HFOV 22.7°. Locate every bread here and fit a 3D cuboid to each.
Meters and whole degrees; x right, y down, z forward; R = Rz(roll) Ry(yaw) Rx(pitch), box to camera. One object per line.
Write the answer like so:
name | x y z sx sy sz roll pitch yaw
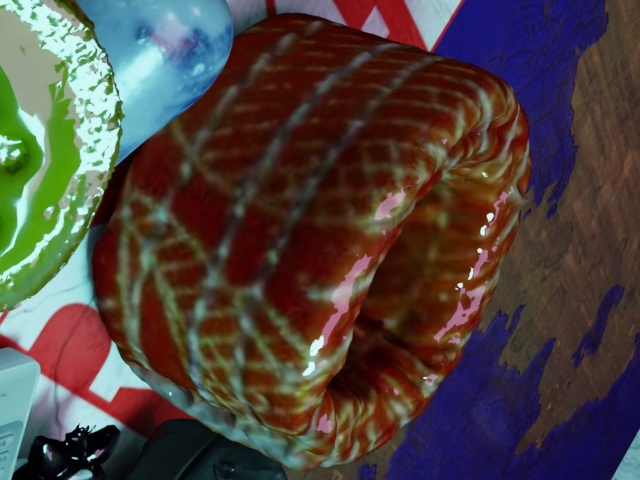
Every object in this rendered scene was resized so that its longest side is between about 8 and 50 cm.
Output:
bread | -0.221 -0.060 0.870 0.236 0.070 0.236 -14 122 -23

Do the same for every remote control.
remote control | -0.275 0.199 1.177 0.103 0.034 0.250 -14 128 -59

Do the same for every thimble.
thimble | 0.000 0.000 1.286 0.350 0.230 0.350 -43 147 -37

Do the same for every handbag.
handbag | -0.124 0.296 1.404 0.181 0.181 0.254 -51 153 -40

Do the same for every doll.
doll | -0.224 0.229 1.270 0.091 0.067 0.219 -3 124 -49

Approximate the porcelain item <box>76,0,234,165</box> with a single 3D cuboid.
porcelain item | -0.152 -0.104 1.005 0.259 0.141 0.141 -52 155 0
